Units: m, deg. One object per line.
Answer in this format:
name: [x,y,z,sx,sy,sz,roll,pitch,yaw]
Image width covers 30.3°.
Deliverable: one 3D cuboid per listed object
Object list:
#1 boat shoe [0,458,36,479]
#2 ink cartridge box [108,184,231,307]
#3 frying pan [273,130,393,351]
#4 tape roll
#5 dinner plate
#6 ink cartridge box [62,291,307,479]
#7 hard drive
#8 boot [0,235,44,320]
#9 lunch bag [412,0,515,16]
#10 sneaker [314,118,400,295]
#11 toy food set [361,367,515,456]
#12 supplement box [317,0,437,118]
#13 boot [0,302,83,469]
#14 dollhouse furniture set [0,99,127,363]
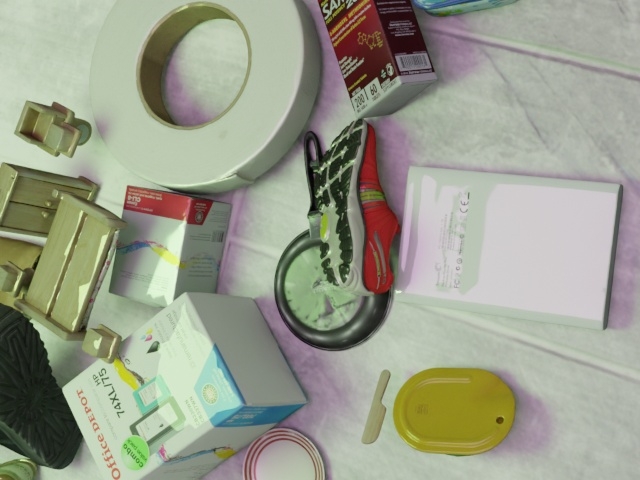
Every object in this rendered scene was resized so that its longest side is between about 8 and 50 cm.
boat shoe: [-0.608,0.457,2.049,0.285,0.089,0.105,-22,105,25]
ink cartridge box: [-0.237,0.013,1.864,0.127,0.128,0.176,11,92,25]
frying pan: [0.026,0.009,1.793,0.197,0.053,0.326,13,96,22]
tape roll: [-0.186,-0.265,1.863,0.392,0.072,0.392,-4,81,23]
dinner plate: [-0.056,0.361,1.829,0.141,0.017,0.141,-1,88,25]
ink cartridge box: [-0.207,0.236,1.798,0.270,0.197,0.198,-37,69,19]
hard drive: [0.264,0.006,1.685,0.307,0.040,0.203,7,91,24]
boot: [-0.614,0.091,2.056,0.269,0.089,0.236,17,95,23]
lunch bag: [0.209,-0.443,1.704,0.176,0.090,0.219,-6,87,21]
sneaker: [0.063,-0.045,1.751,0.107,0.118,0.279,-27,53,49]
toy food set: [0.180,0.254,1.706,0.217,0.071,0.128,0,64,23]
supplement box: [0.075,-0.316,1.736,0.130,0.073,0.240,-34,71,55]
boot: [-0.650,0.215,1.948,0.445,0.146,0.367,10,137,26]
dollhouse furniture set: [-0.345,-0.017,1.851,0.355,0.173,0.303,28,100,35]
